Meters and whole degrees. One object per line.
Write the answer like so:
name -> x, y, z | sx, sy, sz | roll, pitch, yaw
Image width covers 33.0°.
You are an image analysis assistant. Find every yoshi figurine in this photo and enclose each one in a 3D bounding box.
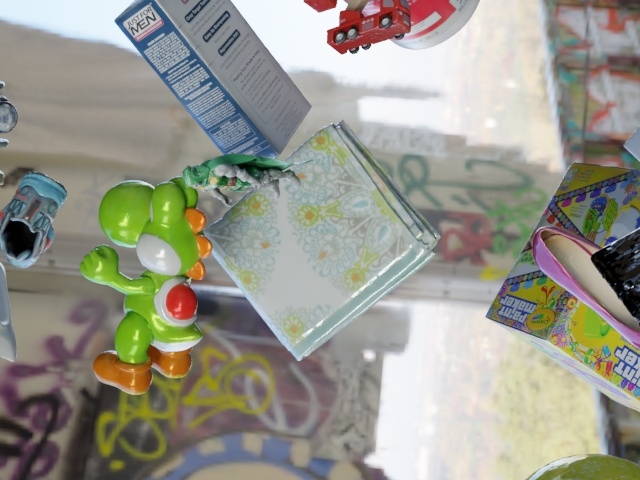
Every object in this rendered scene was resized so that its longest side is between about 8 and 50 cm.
yoshi figurine -> -0.288, 0.051, 1.754 | 0.203, 0.203, 0.362 | -108, 27, -63

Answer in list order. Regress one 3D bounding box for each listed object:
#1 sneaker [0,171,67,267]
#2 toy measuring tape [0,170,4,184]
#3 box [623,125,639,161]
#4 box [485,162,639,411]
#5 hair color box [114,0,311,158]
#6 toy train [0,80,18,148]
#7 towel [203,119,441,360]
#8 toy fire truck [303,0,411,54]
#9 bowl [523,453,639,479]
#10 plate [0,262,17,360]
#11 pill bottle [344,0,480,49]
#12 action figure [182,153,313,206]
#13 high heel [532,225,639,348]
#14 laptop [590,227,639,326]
sneaker -> -0.528, -0.012, 1.882 | 0.262, 0.104, 0.125 | -54, 11, 53
toy measuring tape -> -0.608, -0.009, 1.560 | 0.330, 0.121, 0.121 | -47, -7, 0
box -> 0.672, -0.165, 1.987 | 0.130, 0.170, 0.091 | -29, -20, -43
box -> 0.457, 0.079, 1.614 | 0.279, 0.290, 0.177 | -60, 22, -4
hair color box -> -0.180, -0.305, 1.878 | 0.347, 0.105, 0.174 | 52, -142, -19
toy train -> -0.658, -0.210, 1.776 | 0.190, 0.334, 0.142 | -18, -67, -54
towel -> 0.000, 0.000, 2.061 | 0.320, 0.374, 0.090 | 52, -166, 9
toy fire truck -> 0.060, -0.374, 1.745 | 0.047, 0.192, 0.135 | 27, -122, -49
bowl -> 0.349, 0.402, 1.444 | 0.156, 0.290, 0.289 | 50, -141, -45
plate -> -0.705, 0.078, 2.115 | 0.278, 0.045, 0.277 | 39, -160, -44
pill bottle -> 0.096, -0.525, 1.898 | 0.408, 0.229, 0.229 | 29, -120, -45
action figure -> -0.131, -0.097, 1.687 | 0.232, 0.137, 0.063 | -1, -111, -50
high heel -> 0.355, 0.059, 1.249 | 0.082, 0.244, 0.117 | -51, -27, -2
laptop -> 0.424, 0.052, 1.045 | 0.136, 0.234, 0.264 | 57, -171, -17
